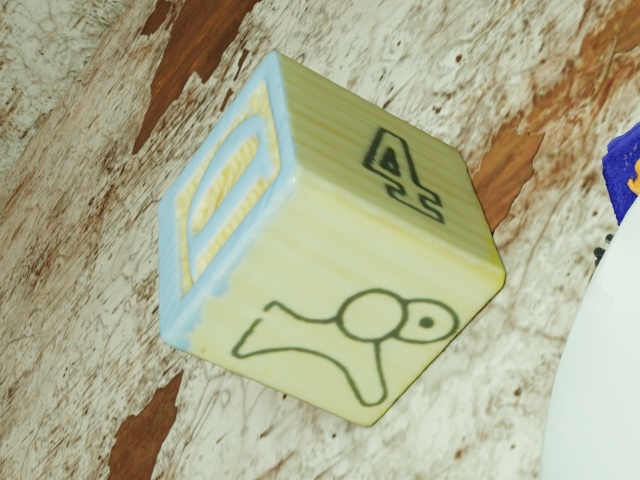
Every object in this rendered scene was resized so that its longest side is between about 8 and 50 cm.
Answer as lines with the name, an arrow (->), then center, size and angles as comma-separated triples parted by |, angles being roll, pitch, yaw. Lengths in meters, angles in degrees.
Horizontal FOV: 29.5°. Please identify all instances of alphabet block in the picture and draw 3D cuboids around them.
alphabet block -> 0.000, 0.000, 0.975 | 0.192, 0.197, 0.193 | -49, 29, 27

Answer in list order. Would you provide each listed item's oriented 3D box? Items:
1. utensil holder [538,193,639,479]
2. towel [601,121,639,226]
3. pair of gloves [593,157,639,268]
utensil holder -> 0.256, 0.111, 0.219 | 0.327, 0.328, 0.385 | -60, 24, 9
towel -> 0.279, -0.055, 0.627 | 0.308, 0.076, 0.227 | -45, 30, 36
pair of gloves -> 0.186, -0.003, 0.673 | 0.083, 0.010, 0.074 | -67, 29, 12
